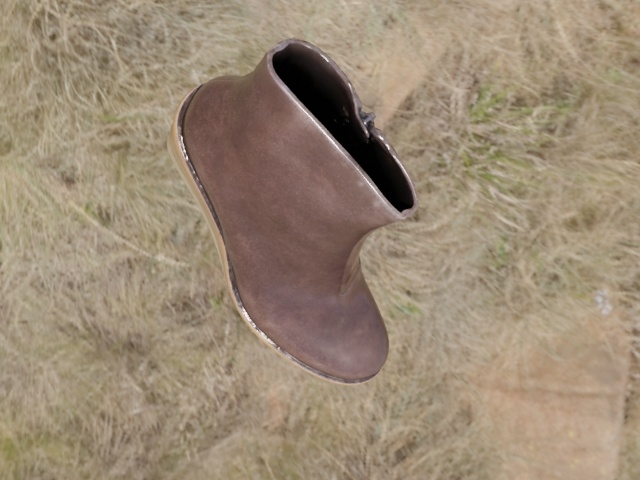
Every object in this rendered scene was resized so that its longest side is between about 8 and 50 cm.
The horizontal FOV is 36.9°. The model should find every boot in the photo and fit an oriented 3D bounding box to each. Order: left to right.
[{"bbox_3d":[0.000,0.000,0.617,0.090,0.207,0.248,-42,104,-23],"label":"boot"}]
